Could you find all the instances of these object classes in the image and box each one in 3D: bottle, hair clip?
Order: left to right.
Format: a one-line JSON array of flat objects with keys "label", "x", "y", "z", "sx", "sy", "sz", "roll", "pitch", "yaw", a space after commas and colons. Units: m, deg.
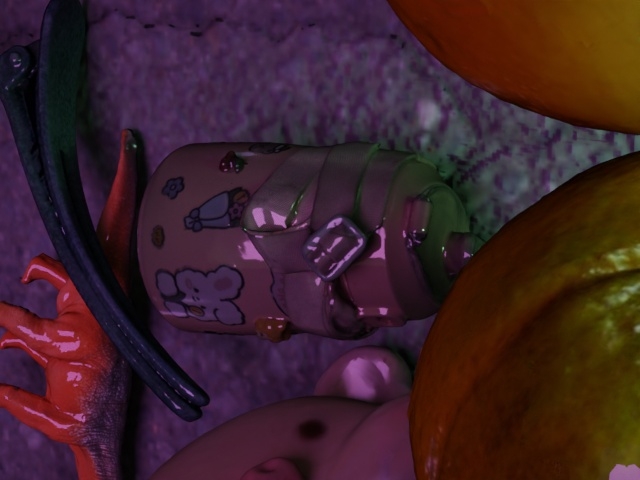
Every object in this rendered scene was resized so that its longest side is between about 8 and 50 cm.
[{"label": "hair clip", "x": -0.111, "y": -0.009, "z": 0.973, "sx": 0.070, "sy": 0.039, "sz": 0.229, "roll": -28, "pitch": 71, "yaw": 13}, {"label": "bottle", "x": 0.000, "y": -0.001, "z": 0.899, "sx": 0.152, "sy": 0.099, "sz": 0.099, "roll": 3, "pitch": 99, "yaw": 31}]

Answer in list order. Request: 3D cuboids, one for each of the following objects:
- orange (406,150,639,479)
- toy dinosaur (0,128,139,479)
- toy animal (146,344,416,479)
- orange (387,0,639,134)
[{"label": "orange", "x": 0.145, "y": 0.061, "z": 0.690, "sx": 0.240, "sy": 0.240, "sz": 0.171, "roll": 12, "pitch": 133, "yaw": 31}, {"label": "toy dinosaur", "x": -0.132, "y": 0.080, "z": 1.020, "sx": 0.101, "sy": 0.055, "sz": 0.280, "roll": 22, "pitch": 109, "yaw": 22}, {"label": "toy animal", "x": 0.023, "y": 0.184, "z": 0.862, "sx": 0.229, "sy": 0.210, "sz": 0.221, "roll": 16, "pitch": 137, "yaw": 57}, {"label": "orange", "x": 0.122, "y": -0.154, "z": 0.710, "sx": 0.240, "sy": 0.240, "sz": 0.240, "roll": 5, "pitch": 100, "yaw": 32}]
